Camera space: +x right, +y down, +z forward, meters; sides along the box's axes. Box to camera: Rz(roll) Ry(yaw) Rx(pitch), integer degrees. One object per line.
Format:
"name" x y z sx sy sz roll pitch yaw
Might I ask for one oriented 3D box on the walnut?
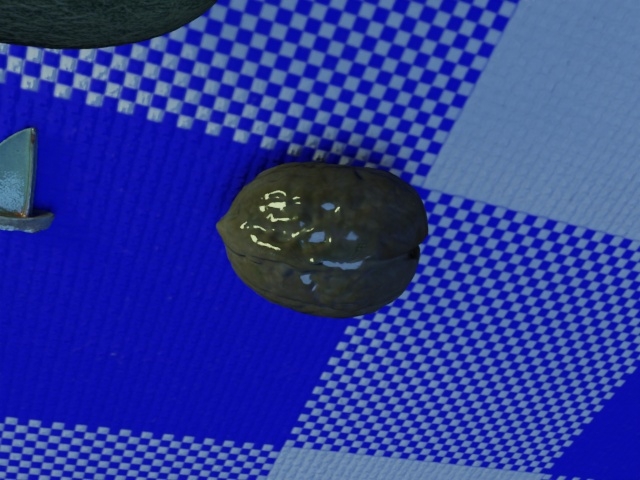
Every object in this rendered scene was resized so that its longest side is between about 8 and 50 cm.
"walnut" 0.000 -0.001 0.813 0.230 0.178 0.178 7 127 -2

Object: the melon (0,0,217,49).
"melon" -0.209 -0.261 0.514 0.329 0.248 0.248 11 125 -23

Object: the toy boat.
"toy boat" -0.327 -0.070 0.780 0.096 0.034 0.122 7 117 -16
